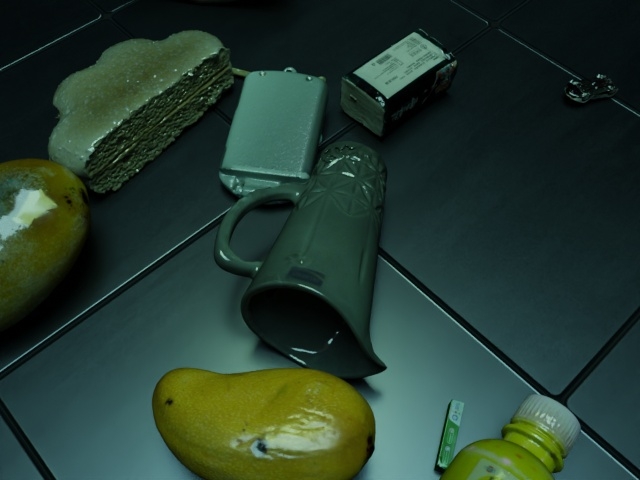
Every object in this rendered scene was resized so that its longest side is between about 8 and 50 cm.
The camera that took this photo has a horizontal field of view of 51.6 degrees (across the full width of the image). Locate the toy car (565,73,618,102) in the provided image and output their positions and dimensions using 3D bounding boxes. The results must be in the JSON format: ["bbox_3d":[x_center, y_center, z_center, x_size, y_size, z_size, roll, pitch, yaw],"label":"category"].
[{"bbox_3d":[0.442,-0.248,1.087,0.093,0.025,0.041,-14,56,-13],"label":"toy car"}]

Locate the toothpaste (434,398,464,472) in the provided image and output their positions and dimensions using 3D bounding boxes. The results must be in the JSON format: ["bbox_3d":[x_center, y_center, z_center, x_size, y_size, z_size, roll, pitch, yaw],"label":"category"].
[{"bbox_3d":[0.152,0.229,0.778,0.017,0.020,0.083,17,58,8],"label":"toothpaste"}]

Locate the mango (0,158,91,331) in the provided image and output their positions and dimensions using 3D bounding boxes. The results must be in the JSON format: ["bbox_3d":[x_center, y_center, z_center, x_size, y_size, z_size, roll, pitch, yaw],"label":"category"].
[{"bbox_3d":[-0.432,0.023,0.844,0.316,0.146,0.192,-43,62,-13],"label":"mango"}]

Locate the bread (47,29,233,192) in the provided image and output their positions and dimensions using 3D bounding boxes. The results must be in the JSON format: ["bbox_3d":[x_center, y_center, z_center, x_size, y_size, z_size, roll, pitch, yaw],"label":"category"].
[{"bbox_3d":[-0.296,-0.224,1.028,0.183,0.102,0.337,32,61,19],"label":"bread"}]

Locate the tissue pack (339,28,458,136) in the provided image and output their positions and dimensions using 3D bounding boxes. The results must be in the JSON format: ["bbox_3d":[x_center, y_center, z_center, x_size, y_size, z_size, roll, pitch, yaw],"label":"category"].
[{"bbox_3d":[0.125,-0.252,1.053,0.170,0.090,0.103,-37,64,-19],"label":"tissue pack"}]

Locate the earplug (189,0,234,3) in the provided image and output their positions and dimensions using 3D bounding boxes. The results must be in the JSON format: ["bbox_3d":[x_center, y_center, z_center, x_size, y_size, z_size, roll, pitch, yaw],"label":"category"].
[{"bbox_3d":[-0.176,-0.675,1.210,0.312,0.313,0.394,8,54,5],"label":"earplug"}]

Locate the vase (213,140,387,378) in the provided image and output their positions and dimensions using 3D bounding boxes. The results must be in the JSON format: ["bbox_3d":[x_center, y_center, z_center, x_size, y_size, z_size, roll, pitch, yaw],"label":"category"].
[{"bbox_3d":[0.000,0.000,0.857,0.251,0.156,0.301,24,52,-7],"label":"vase"}]

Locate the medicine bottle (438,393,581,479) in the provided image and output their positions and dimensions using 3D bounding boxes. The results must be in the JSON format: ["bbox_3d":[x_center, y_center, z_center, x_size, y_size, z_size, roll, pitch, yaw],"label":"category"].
[{"bbox_3d":[0.195,0.263,0.696,0.121,0.122,0.212,34,63,20],"label":"medicine bottle"}]

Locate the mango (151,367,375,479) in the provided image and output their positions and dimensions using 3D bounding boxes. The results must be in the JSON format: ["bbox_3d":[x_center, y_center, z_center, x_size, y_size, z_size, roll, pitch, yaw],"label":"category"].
[{"bbox_3d":[-0.066,0.207,0.735,0.262,0.109,0.157,4,34,16],"label":"mango"}]

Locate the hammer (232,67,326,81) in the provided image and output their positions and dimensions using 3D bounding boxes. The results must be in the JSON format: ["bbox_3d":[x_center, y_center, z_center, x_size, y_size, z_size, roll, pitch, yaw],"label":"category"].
[{"bbox_3d":[-0.087,-0.277,1.109,0.195,0.028,0.060,18,54,13],"label":"hammer"}]

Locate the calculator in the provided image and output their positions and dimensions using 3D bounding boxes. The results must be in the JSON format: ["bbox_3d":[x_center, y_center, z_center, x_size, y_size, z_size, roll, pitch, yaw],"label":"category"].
[{"bbox_3d":[-0.068,-0.166,1.007,0.141,0.045,0.246,7,65,7],"label":"calculator"}]
